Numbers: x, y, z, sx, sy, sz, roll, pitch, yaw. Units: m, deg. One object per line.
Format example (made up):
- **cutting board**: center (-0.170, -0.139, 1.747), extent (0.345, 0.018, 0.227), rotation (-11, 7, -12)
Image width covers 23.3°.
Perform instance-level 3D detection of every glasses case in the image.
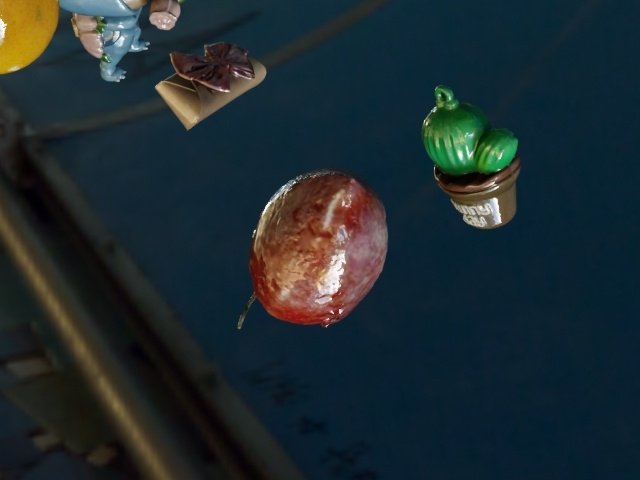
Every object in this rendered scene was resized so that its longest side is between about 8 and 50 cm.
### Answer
- **glasses case**: center (-0.153, -0.245, 2.216), extent (0.070, 0.193, 0.102), rotation (-35, -87, 38)

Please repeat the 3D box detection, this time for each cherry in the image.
- **cherry**: center (0.000, 0.000, 1.989), extent (0.175, 0.192, 0.250), rotation (31, -45, 4)

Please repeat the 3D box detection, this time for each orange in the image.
- **orange**: center (-0.285, -0.205, 1.256), extent (0.156, 0.124, 0.156), rotation (57, -3, 5)

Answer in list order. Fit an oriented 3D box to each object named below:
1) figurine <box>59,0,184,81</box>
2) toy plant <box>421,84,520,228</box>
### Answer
- **figurine**: center (-0.194, -0.242, 1.529), extent (0.178, 0.144, 0.114), rotation (80, 20, -50)
- **toy plant**: center (0.200, -0.111, 2.020), extent (0.143, 0.105, 0.200), rotation (16, -43, 48)
